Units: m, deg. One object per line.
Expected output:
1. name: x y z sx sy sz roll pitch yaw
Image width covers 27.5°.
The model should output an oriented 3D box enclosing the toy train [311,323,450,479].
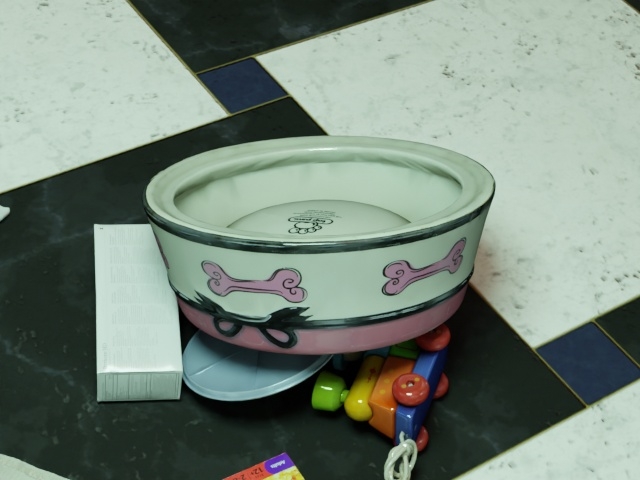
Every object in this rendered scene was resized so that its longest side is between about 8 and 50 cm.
1. toy train: 0.053 0.189 1.490 0.143 0.105 0.248 12 44 17

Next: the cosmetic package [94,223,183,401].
1. cosmetic package: -0.222 0.083 1.568 0.099 0.060 0.239 1 45 -11

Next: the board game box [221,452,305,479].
1. board game box: -0.051 0.331 1.363 0.147 0.045 0.193 -20 53 -27

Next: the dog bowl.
1. dog bowl: 0.000 0.000 1.535 0.408 0.150 0.408 -1 20 0

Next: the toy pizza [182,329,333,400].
1. toy pizza: -0.066 0.128 1.535 0.201 0.032 0.201 -13 30 8

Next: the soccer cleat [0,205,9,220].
1. soccer cleat: -0.439 -0.051 1.688 0.083 0.029 0.035 35 41 19

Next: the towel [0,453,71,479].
1. towel: -0.351 0.321 1.224 0.187 0.049 0.282 12 47 36
